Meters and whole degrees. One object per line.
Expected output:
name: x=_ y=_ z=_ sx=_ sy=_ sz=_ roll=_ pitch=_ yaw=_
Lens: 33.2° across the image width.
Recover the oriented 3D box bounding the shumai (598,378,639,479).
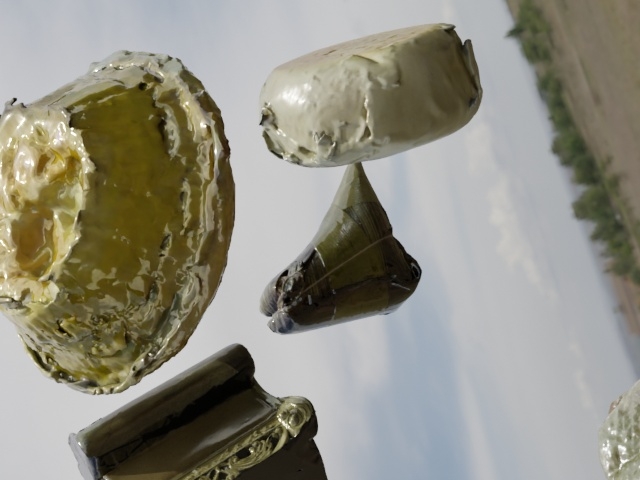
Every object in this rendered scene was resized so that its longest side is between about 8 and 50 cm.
shumai: x=0.449 y=0.252 z=1.312 sx=0.120 sy=0.201 sz=0.201 roll=36 pitch=-147 yaw=-38

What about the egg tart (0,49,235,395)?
egg tart: x=-0.200 y=-0.024 z=0.893 sx=0.120 sy=0.315 sz=0.314 roll=13 pitch=-124 yaw=-46

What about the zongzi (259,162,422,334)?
zongzi: x=0.000 y=0.000 z=1.955 sx=0.290 sy=0.154 sz=0.317 roll=-10 pitch=-109 yaw=-32

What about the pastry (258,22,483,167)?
pastry: x=0.056 y=-0.167 z=1.253 sx=0.265 sy=0.265 sz=0.133 roll=-56 pitch=-46 yaw=-73

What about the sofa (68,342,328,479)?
sofa: x=-0.107 y=0.236 z=1.041 sx=0.182 sy=0.200 sz=0.258 roll=42 pitch=155 yaw=46
